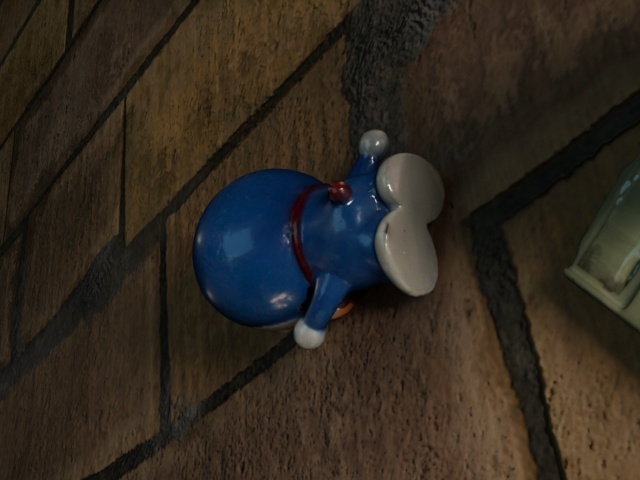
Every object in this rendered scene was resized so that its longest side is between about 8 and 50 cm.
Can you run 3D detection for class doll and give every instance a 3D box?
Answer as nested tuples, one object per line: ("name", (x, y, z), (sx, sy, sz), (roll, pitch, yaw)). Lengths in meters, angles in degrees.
("doll", (0.000, 0.000, 0.880), (0.256, 0.161, 0.215), (-6, 56, 38))

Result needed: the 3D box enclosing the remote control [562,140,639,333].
("remote control", (0.265, 0.036, 0.562), (0.123, 0.038, 0.285), (-63, 32, 12))
